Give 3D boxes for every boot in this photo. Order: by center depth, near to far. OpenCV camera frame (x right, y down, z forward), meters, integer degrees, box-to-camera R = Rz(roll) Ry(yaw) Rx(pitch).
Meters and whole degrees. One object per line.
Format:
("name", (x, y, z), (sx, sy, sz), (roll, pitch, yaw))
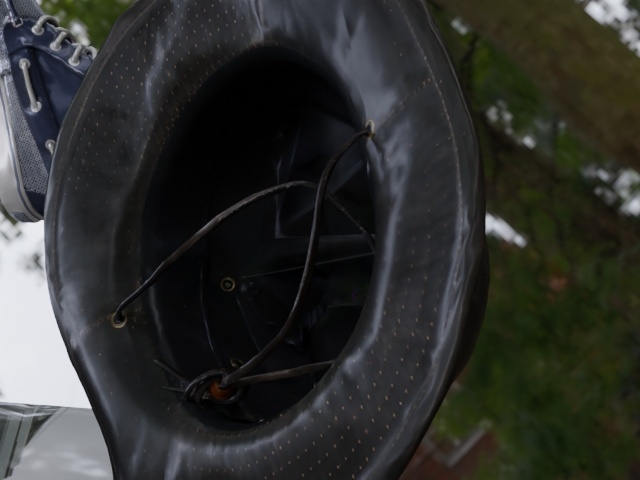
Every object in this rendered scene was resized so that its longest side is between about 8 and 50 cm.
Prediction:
("boot", (-0.165, -0.110, 1.017), (0.086, 0.190, 0.069), (-11, 1, 15))

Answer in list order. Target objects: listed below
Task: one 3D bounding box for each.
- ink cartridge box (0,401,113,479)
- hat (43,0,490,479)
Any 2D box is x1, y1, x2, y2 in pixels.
("ink cartridge box", (-0.231, 0.266, 1.104), (0.166, 0.395, 0.285), (-64, -24, -70))
("hat", (0.000, 0.000, 0.816), (0.134, 0.331, 0.331), (8, -52, -40))
